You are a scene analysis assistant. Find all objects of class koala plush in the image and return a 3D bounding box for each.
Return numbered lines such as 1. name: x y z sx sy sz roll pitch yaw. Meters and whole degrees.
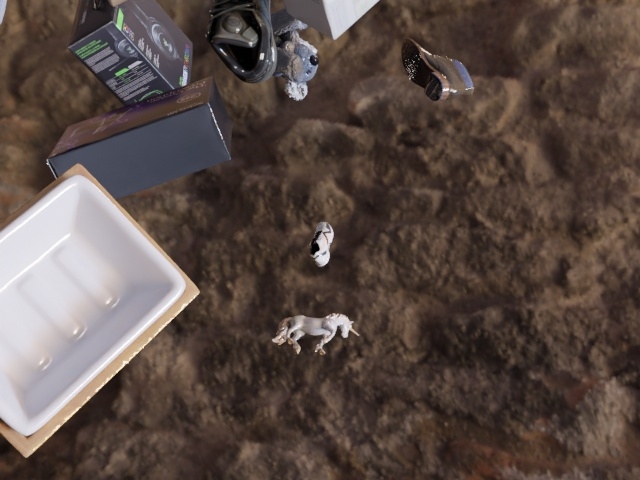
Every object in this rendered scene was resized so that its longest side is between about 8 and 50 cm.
1. koala plush: -0.086 -0.491 2.343 0.203 0.221 0.196 2 -100 31

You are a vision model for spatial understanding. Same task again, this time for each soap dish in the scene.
1. soap dish: -0.332 0.082 1.086 0.291 0.229 0.118 -45 -176 -25

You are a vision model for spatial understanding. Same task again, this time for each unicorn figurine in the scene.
1. unicorn figurine: -0.004 0.174 1.694 0.162 0.060 0.111 16 -145 1

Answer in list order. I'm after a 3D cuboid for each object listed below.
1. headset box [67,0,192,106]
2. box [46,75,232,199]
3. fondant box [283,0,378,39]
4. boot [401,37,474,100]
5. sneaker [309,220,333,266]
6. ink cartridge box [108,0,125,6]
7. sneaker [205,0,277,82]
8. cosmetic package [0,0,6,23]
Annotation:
1. headset box: -0.432 -0.454 2.010 0.131 0.283 0.246 -24 -137 20
2. box: -0.279 -0.157 1.401 0.261 0.103 0.184 -19 -154 3
3. fondant box: 0.076 -0.446 1.079 0.096 0.238 0.330 36 -108 29
4. boot: 0.279 -0.410 2.121 0.106 0.082 0.219 -5 -131 -27
5. sneaker: 0.000 0.000 1.892 0.040 0.044 0.109 -18 -130 28
6. ink cartridge box: -0.239 -0.470 1.252 0.237 0.100 0.172 -30 -107 -11
7. sneaker: -0.110 -0.324 1.177 0.087 0.227 0.130 -7 -170 4
8. cosmetic package: -0.718 -0.509 1.400 0.394 0.329 0.327 19 -148 -12
